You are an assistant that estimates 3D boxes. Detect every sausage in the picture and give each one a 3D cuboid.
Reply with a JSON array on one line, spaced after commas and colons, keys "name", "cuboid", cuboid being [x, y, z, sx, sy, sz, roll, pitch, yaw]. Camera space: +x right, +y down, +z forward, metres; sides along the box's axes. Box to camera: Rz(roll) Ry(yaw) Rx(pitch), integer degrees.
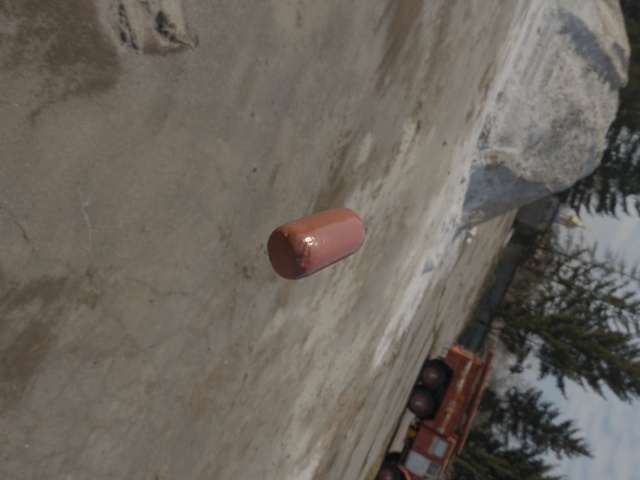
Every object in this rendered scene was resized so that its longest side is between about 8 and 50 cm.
[{"name": "sausage", "cuboid": [0.000, 0.000, 0.625, 0.154, 0.062, 0.062, -21, 133, -57]}]
